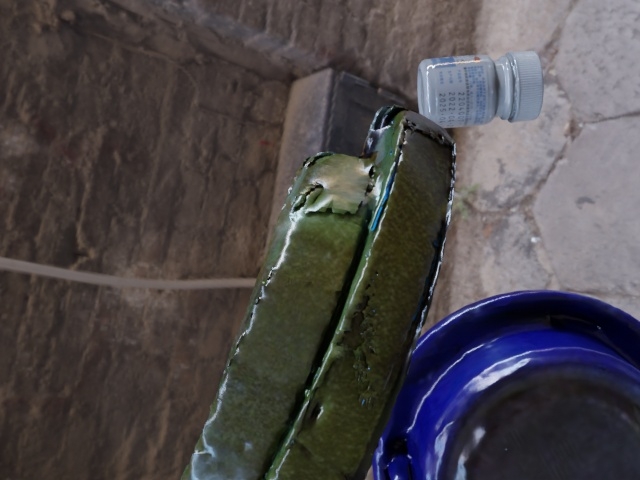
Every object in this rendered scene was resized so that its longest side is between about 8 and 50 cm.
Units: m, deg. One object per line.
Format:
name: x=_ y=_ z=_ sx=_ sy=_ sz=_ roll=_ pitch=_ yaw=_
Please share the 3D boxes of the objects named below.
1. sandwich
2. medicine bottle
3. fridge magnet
sandwich: x=-0.004 y=0.034 z=0.380 sx=0.159 sy=0.079 sz=0.235 roll=-133 pitch=66 yaw=-79
medicine bottle: x=0.230 y=-0.220 z=1.037 sx=0.105 sy=0.168 sz=0.105 roll=-4 pitch=-90 yaw=-89
fridge magnet: x=0.173 y=0.170 z=0.564 sx=0.113 sy=0.265 sz=0.265 roll=-107 pitch=35 yaw=-81
